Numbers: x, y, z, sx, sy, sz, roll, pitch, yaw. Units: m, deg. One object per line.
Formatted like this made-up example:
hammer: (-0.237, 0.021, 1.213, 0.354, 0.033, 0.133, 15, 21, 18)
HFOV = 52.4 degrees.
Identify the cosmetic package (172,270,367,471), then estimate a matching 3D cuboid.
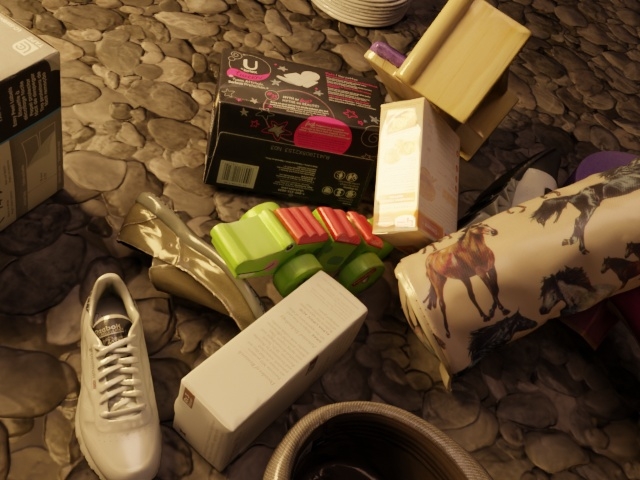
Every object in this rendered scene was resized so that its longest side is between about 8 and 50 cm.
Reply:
cosmetic package: (-0.055, 0.146, 0.756, 0.085, 0.117, 0.231, 39, 51, 16)

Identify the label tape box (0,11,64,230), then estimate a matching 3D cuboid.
label tape box: (-0.447, -0.074, 0.723, 0.106, 0.240, 0.333, 34, 50, 8)

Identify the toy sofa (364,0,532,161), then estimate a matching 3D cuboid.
toy sofa: (0.206, -0.256, 1.023, 0.177, 0.150, 0.362, 40, 7, 13)

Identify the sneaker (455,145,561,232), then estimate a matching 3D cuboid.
sneaker: (0.328, -0.035, 1.054, 0.146, 0.122, 0.330, 49, 50, 0)

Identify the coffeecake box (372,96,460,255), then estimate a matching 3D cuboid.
coffeecake box: (0.137, -0.080, 0.905, 0.068, 0.142, 0.185, -4, 72, 31)

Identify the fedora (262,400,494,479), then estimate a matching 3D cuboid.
fedora: (0.060, 0.301, 0.660, 0.275, 0.124, 0.244, 39, 47, 25)

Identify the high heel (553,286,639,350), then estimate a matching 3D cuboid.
high heel: (0.493, 0.122, 0.846, 0.181, 0.127, 0.377, -50, 47, 0)

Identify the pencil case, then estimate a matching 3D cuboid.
pencil case: (0.303, 0.031, 0.838, 0.410, 0.183, 0.160, -24, 33, -1)

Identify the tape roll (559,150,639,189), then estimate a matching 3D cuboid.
tape roll: (0.544, -0.028, 1.124, 0.275, 0.090, 0.274, 10, 49, -12)

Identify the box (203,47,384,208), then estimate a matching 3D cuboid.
box: (-0.042, -0.166, 0.988, 0.247, 0.163, 0.142, 9, 46, -13)

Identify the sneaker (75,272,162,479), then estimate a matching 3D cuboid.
sneaker: (-0.224, 0.150, 0.710, 0.090, 0.095, 0.235, -6, 56, -25)

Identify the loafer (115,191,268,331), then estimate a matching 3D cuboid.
loafer: (-0.167, 0.043, 0.835, 0.251, 0.094, 0.087, 39, 78, 21)

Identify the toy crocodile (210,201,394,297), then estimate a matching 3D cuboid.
toy crocodile: (0.000, 0.000, 0.868, 0.340, 0.105, 0.115, 1, 47, -48)

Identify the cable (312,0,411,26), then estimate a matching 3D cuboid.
cable: (0.078, -0.565, 1.411, 0.257, 0.089, 0.257, -32, 68, -35)
